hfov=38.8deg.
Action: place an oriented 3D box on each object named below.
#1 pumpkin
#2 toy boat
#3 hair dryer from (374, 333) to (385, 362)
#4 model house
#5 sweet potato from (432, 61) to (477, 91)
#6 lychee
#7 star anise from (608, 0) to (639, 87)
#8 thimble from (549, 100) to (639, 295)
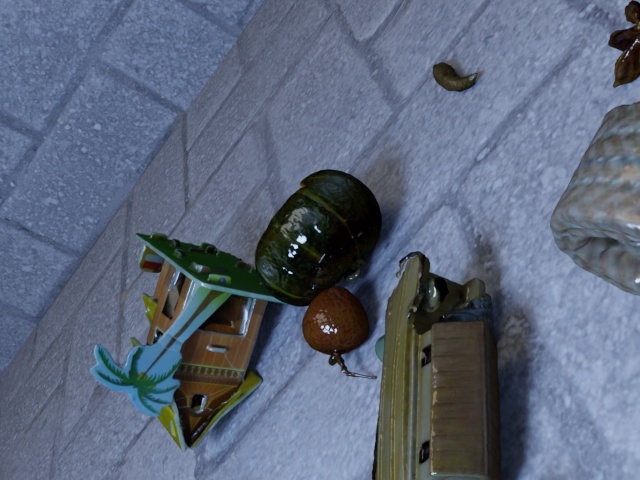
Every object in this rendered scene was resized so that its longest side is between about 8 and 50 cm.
[{"bbox_3d":[0.003,0.001,1.446,0.238,0.159,0.238,-56,-6,-9],"label":"pumpkin"},{"bbox_3d":[0.143,0.221,1.019,0.162,0.135,0.446,-37,37,49],"label":"toy boat"},{"bbox_3d":[0.121,0.103,1.284,0.071,0.047,0.150,-39,26,41],"label":"hair dryer"},{"bbox_3d":[-0.280,0.172,1.582,0.300,0.340,0.324,27,102,53],"label":"model house"},{"bbox_3d":[0.217,-0.273,1.518,0.153,0.038,0.041,-134,53,-63],"label":"sweet potato"},{"bbox_3d":[0.024,0.135,1.356,0.114,0.101,0.140,-24,36,39],"label":"lychee"},{"bbox_3d":[0.407,-0.251,1.099,0.168,0.057,0.168,-44,28,30],"label":"star anise"},{"bbox_3d":[0.334,-0.028,0.821,0.148,0.196,0.229,-63,23,-10],"label":"thimble"}]
